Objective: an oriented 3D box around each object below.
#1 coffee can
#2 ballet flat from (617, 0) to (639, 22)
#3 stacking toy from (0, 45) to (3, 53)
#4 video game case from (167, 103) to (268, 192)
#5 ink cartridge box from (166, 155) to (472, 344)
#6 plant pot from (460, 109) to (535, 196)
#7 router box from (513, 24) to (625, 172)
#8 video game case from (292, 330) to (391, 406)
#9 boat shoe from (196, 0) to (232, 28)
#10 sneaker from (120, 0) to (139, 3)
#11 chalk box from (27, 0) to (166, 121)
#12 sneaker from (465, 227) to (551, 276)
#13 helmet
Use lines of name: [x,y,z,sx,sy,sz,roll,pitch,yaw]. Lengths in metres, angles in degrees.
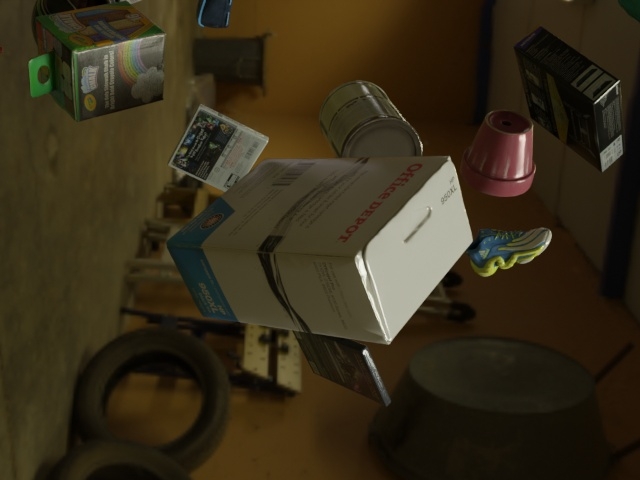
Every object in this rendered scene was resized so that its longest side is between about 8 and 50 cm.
coffee can: [0.120,-0.265,2.099,0.275,0.202,0.201,-112,-158,-58]
ballet flat: [0.656,-0.417,1.564,0.083,0.087,0.247,92,-18,-48]
stacking toy: [-0.701,-0.407,1.396,0.130,0.279,0.309,-46,165,-13]
video game case: [-0.236,-0.204,1.901,0.190,0.173,0.022,-52,-160,39]
ink cartridge box: [0.000,0.000,1.339,0.285,0.395,0.166,-45,125,-39]
plant pot: [0.495,-0.247,2.268,0.201,0.201,0.180,-92,-174,-50]
router box: [0.575,-0.320,1.909,0.243,0.081,0.309,47,-1,31]
video game case: [0.045,0.302,2.093,0.274,0.026,0.196,15,-41,46]
boat shoe: [-0.205,-0.595,1.855,0.258,0.089,0.109,121,-29,-42]
sneaker: [-0.453,-0.733,2.136,0.124,0.321,0.180,50,21,-43]
chalk box: [-0.377,-0.290,1.354,0.132,0.213,0.132,43,-42,33]
sneaker: [0.505,0.010,2.281,0.126,0.240,0.091,45,29,-25]
helmet: [-0.445,-0.401,1.523,0.169,0.169,0.161,99,-22,-67]
